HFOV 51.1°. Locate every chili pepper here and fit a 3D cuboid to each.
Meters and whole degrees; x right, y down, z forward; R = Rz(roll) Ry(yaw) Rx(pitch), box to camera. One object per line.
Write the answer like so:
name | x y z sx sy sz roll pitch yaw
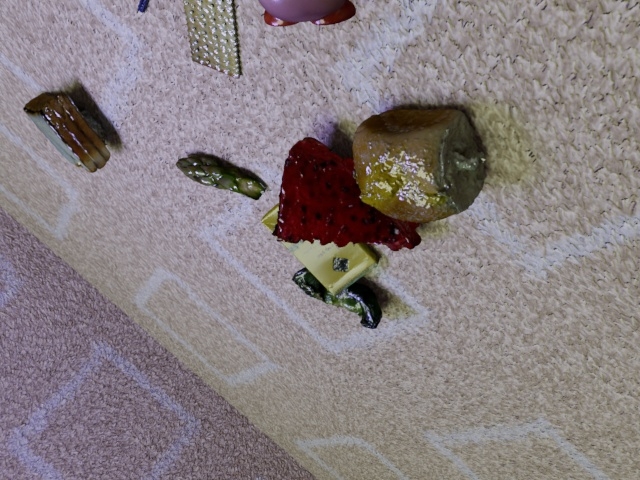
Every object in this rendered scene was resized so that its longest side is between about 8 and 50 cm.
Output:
chili pepper | 0.058 0.135 1.814 0.265 0.116 0.148 28 175 9

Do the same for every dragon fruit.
dragon fruit | 0.061 -0.096 1.516 0.330 0.227 0.286 4 180 -3

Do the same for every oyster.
oyster | -0.678 -0.337 2.021 0.098 0.037 0.100 50 166 7

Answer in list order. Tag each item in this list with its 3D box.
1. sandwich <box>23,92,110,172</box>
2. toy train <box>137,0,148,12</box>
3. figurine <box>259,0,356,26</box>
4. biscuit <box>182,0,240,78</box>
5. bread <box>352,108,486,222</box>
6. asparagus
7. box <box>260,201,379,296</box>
sandwich | -0.752 -0.319 2.002 0.273 0.095 0.249 18 147 55
toy train | -0.385 -0.532 1.470 0.017 0.017 0.083 40 149 -7
figurine | -0.033 -0.439 1.086 0.173 0.173 0.173 26 147 19
biscuit | -0.233 -0.456 1.414 0.139 0.016 0.231 26 147 18
bread | 0.180 -0.135 1.256 0.246 0.176 0.195 8 140 40
asparagus | -0.279 -0.175 1.776 0.287 0.080 0.080 20 145 28
box | -0.001 -0.001 1.674 0.153 0.041 0.279 -39 104 21
